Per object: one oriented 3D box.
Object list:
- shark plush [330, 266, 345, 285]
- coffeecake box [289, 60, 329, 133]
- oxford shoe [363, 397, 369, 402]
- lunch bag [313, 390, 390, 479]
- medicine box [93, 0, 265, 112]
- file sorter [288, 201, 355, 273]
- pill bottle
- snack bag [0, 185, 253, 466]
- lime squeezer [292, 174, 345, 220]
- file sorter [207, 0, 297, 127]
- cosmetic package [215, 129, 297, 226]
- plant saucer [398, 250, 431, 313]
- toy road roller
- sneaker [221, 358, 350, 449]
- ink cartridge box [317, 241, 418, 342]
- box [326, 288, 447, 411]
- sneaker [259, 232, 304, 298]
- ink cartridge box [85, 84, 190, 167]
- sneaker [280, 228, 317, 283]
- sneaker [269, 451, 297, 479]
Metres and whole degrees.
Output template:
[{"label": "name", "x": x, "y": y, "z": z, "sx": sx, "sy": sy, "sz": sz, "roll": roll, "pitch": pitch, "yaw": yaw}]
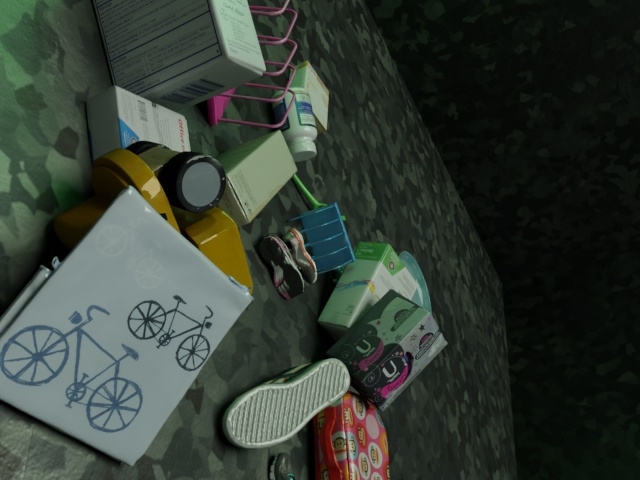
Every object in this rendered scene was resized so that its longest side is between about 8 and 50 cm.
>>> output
[{"label": "shark plush", "x": 0.059, "y": 0.112, "z": 1.909, "sx": 0.067, "sy": 0.073, "sz": 0.161, "roll": -13, "pitch": 91, "yaw": -35}, {"label": "coffeecake box", "x": -0.038, "y": -0.439, "z": 2.039, "sx": 0.142, "sy": 0.068, "sz": 0.186, "roll": 48, "pitch": 34, "yaw": -42}, {"label": "oxford shoe", "x": 0.143, "y": 0.356, "z": 1.892, "sx": 0.096, "sy": 0.082, "sz": 0.227, "roll": 19, "pitch": 56, "yaw": -55}, {"label": "lunch bag", "x": 0.068, "y": 0.517, "z": 1.576, "sx": 0.258, "sy": 0.120, "sz": 0.293, "roll": 43, "pitch": 36, "yaw": -49}, {"label": "medicine box", "x": -0.282, "y": -0.428, "z": 1.286, "sx": 0.149, "sy": 0.263, "sz": 0.290, "roll": -5, "pitch": 79, "yaw": -65}, {"label": "file sorter", "x": 0.000, "y": 0.000, "z": 1.779, "sx": 0.104, "sy": 0.118, "sz": 0.170, "roll": -23, "pitch": 95, "yaw": -63}, {"label": "pill bottle", "x": -0.069, "y": -0.323, "z": 1.847, "sx": 0.112, "sy": 0.112, "sz": 0.187, "roll": 13, "pitch": 63, "yaw": -62}, {"label": "snack bag", "x": -0.290, "y": 0.130, "z": 0.972, "sx": 0.343, "sy": 0.037, "sz": 0.323, "roll": -55, "pitch": 131, "yaw": -15}, {"label": "lime squeezer", "x": 0.017, "y": -0.091, "z": 1.945, "sx": 0.310, "sy": 0.058, "sz": 0.110, "roll": 36, "pitch": 44, "yaw": -52}, {"label": "file sorter", "x": -0.154, "y": -0.433, "z": 1.513, "sx": 0.202, "sy": 0.182, "sz": 0.291, "roll": -76, "pitch": 172, "yaw": -48}, {"label": "cosmetic package", "x": -0.182, "y": -0.126, "z": 1.430, "sx": 0.113, "sy": 0.160, "sz": 0.309, "roll": 66, "pitch": 26, "yaw": -17}, {"label": "plant saucer", "x": 0.335, "y": 0.198, "z": 2.441, "sx": 0.317, "sy": 0.043, "sz": 0.318, "roll": 45, "pitch": 37, "yaw": -47}, {"label": "toy road roller", "x": -0.281, "y": 0.004, "z": 1.091, "sx": 0.240, "sy": 0.202, "sz": 0.330, "roll": -35, "pitch": 125, "yaw": -31}, {"label": "sneaker", "x": -0.086, "y": 0.350, "z": 1.387, "sx": 0.321, "sy": 0.127, "sz": 0.126, "roll": -16, "pitch": 82, "yaw": -41}, {"label": "ink cartridge box", "x": 0.137, "y": 0.175, "z": 1.835, "sx": 0.201, "sy": 0.117, "sz": 0.278, "roll": 51, "pitch": 57, "yaw": -38}, {"label": "box", "x": 0.169, "y": 0.273, "z": 1.662, "sx": 0.247, "sy": 0.163, "sz": 0.142, "roll": -43, "pitch": 127, "yaw": -13}, {"label": "sneaker", "x": -0.087, "y": 0.056, "z": 1.621, "sx": 0.077, "sy": 0.071, "sz": 0.178, "roll": -77, "pitch": 149, "yaw": -65}, {"label": "ink cartridge box", "x": -0.336, "y": -0.188, "z": 1.236, "sx": 0.190, "sy": 0.082, "sz": 0.140, "roll": 17, "pitch": 60, "yaw": -62}, {"label": "sneaker", "x": -0.065, "y": 0.050, "z": 1.705, "sx": 0.065, "sy": 0.061, "sz": 0.158, "roll": -35, "pitch": 107, "yaw": -36}, {"label": "sneaker", "x": -0.059, "y": 0.524, "z": 1.363, "sx": 0.065, "sy": 0.076, "sz": 0.167, "roll": 34, "pitch": 45, "yaw": -55}]
